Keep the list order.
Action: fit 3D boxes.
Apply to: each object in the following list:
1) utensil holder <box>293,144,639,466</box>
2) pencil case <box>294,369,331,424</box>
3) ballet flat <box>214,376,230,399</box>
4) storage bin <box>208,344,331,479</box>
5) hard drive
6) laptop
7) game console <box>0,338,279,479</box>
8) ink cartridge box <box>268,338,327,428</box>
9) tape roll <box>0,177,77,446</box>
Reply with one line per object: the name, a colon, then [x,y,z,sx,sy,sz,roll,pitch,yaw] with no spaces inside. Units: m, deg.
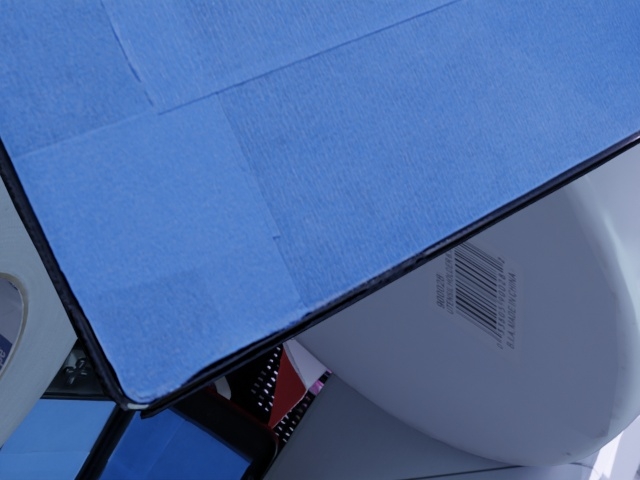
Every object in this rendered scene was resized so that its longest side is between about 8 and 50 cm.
utensil holder: [0.139,-0.126,0.745,0.385,0.327,0.327,-41,160,-26]
pencil case: [0.083,0.183,1.247,0.386,0.160,0.167,177,-86,-79]
ballet flat: [-0.076,0.056,0.914,0.247,0.087,0.083,-56,163,6]
storage bin: [-0.059,0.147,1.076,0.180,0.122,0.084,-23,145,-59]
hard drive: [0.111,0.058,0.876,0.233,0.047,0.353,-15,-153,40]
laptop: [0.058,-0.236,0.375,0.382,0.236,0.408,-27,150,-43]
game console: [-0.115,0.132,0.760,0.124,0.085,0.144,10,116,-51]
ink cartridge box: [0.000,0.000,0.962,0.225,0.056,0.181,-48,-155,52]
tape roll: [-0.188,0.040,0.613,0.219,0.072,0.219,-48,162,-21]
